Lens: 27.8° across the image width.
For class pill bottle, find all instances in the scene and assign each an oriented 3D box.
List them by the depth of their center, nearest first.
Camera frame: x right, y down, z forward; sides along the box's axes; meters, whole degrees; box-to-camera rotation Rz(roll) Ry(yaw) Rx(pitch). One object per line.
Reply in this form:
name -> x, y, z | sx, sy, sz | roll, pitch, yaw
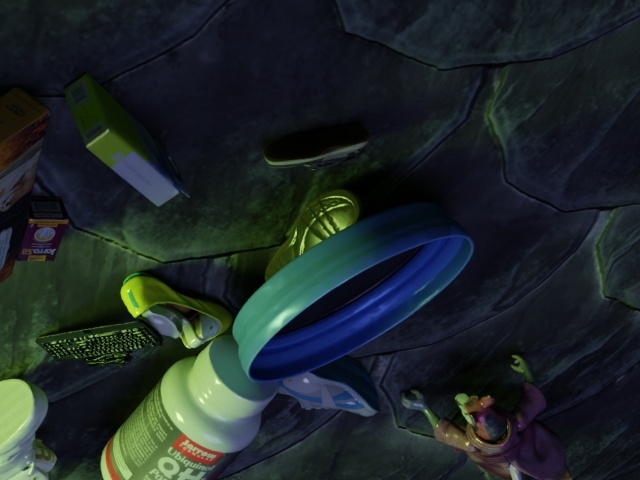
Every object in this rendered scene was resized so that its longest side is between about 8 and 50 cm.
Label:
pill bottle -> -0.205, 0.296, 2.076 | 0.176, 0.176, 0.318 | 12, 132, -38

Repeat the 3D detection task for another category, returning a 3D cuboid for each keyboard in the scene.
keyboard -> -0.320, 0.163, 1.912 | 0.192, 0.038, 0.100 | -10, 148, 24

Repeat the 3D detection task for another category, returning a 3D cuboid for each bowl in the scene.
bowl -> 0.045, 0.076, 1.932 | 0.391, 0.077, 0.391 | -28, 162, -10

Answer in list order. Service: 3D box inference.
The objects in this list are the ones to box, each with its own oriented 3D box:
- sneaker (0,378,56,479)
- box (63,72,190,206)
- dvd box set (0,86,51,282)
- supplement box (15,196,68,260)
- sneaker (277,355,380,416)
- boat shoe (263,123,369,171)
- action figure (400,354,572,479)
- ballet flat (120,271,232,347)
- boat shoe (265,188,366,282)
sneaker -> -0.472, 0.310, 2.027 | 0.169, 0.108, 0.292 | 16, 138, -42
box -> -0.239, -0.118, 1.606 | 0.042, 0.109, 0.178 | -35, 142, 9
dvd box set -> -0.485, 0.033, 1.490 | 0.420, 0.062, 0.308 | -46, 166, -48
supplement box -> -0.373, -0.015, 1.718 | 0.055, 0.043, 0.083 | -1, 138, -29
sneaker -> 0.015, 0.251, 2.228 | 0.092, 0.087, 0.228 | -35, 135, 27
boat shoe -> -0.005, -0.118, 1.776 | 0.152, 0.056, 0.049 | -12, 137, -15
action figure -> 0.316, 0.374, 2.396 | 0.248, 0.276, 0.370 | -23, 158, 9
ballet flat -> -0.209, 0.120, 1.942 | 0.077, 0.077, 0.231 | -39, 141, 17
boat shoe -> 0.000, 0.001, 1.916 | 0.073, 0.080, 0.223 | -14, 150, -51
